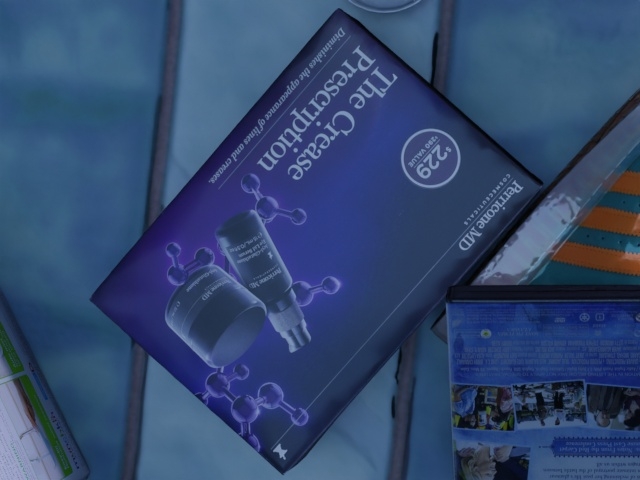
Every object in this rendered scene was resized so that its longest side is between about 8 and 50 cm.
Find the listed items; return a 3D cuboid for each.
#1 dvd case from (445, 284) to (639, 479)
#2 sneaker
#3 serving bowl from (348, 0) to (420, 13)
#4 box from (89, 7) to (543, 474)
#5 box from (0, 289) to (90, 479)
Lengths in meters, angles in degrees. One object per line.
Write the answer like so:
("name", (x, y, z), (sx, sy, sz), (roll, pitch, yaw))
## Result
("dvd case", (0.178, 0.141, 1.052), (0.180, 0.022, 0.253), (-1, 118, 8))
("sneaker", (0.213, -0.012, 1.052), (0.121, 0.108, 0.302), (41, 108, 2))
("serving bowl", (0.047, -0.200, 1.104), (0.083, 0.027, 0.083), (0, 93, 9))
("box", (0.000, 0.000, 1.086), (0.184, 0.103, 0.261), (41, 98, 2))
("box", (-0.290, 0.088, 1.067), (0.127, 0.231, 0.262), (-27, 90, 9))
